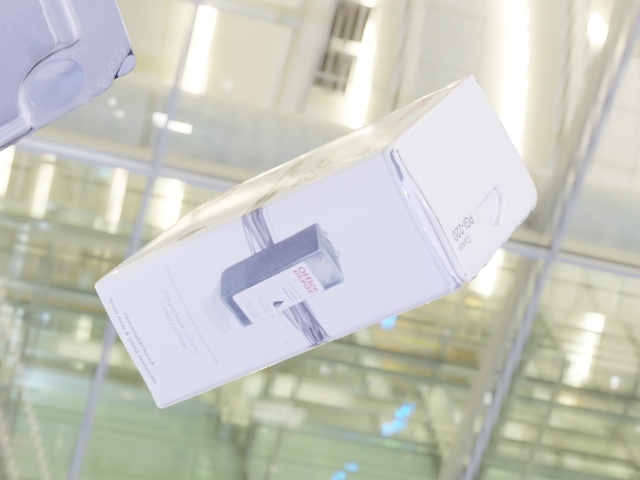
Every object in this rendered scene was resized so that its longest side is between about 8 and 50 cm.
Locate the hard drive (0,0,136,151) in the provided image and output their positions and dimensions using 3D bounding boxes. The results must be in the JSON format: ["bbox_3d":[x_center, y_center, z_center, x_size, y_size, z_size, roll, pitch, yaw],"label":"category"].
[{"bbox_3d":[-0.256,-0.082,0.705,0.064,0.339,0.237,46,-19,36],"label":"hard drive"}]

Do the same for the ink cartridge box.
[{"bbox_3d":[0.000,0.000,0.997,0.218,0.092,0.158,-22,-169,29],"label":"ink cartridge box"}]
